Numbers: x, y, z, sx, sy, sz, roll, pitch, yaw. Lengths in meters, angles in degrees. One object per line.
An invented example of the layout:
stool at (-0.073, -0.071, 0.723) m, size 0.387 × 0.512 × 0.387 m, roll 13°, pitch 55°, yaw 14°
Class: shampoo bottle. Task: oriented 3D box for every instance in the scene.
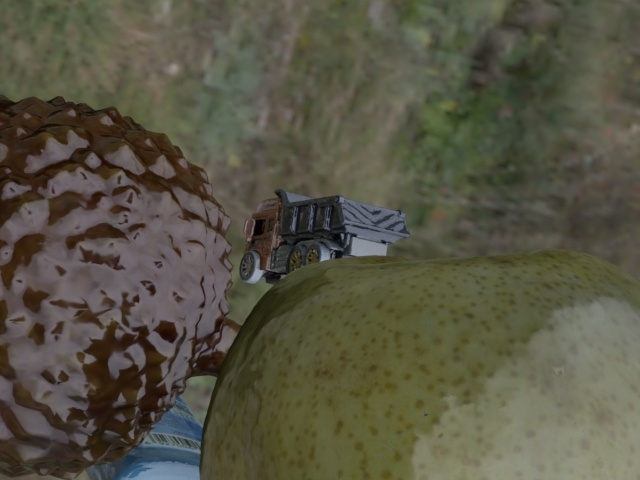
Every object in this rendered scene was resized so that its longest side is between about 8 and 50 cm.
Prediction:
shampoo bottle at (-0.122, 0.131, 1.276) m, size 0.103 × 0.258 × 0.061 m, roll 18°, pitch 98°, yaw -23°

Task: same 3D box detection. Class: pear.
pear at (0.042, 0.072, 0.584) m, size 0.167 × 0.167 × 0.137 m, roll 4°, pitch 85°, yaw -55°

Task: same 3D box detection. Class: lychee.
lychee at (-0.131, 0.027, 0.921) m, size 0.200 × 0.238 × 0.200 m, roll -159°, pitch -90°, yaw -90°

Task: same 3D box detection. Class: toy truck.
toy truck at (0.000, 0.000, 1.830) m, size 0.083 × 0.192 × 0.092 m, roll 12°, pitch 80°, yaw -31°
